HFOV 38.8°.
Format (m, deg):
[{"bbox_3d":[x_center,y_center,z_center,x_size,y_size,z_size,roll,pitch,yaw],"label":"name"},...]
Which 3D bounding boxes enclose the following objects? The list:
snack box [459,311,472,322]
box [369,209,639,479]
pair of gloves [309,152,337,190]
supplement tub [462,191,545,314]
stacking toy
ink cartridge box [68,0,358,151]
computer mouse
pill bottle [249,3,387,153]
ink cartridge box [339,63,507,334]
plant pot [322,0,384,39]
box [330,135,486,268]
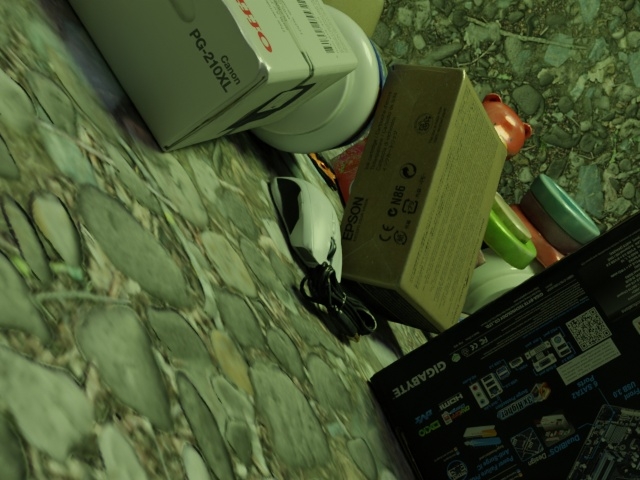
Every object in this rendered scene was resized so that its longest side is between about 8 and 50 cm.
[{"bbox_3d":[0.223,0.123,1.249,0.178,0.022,0.064,15,14,4],"label":"snack box"},{"bbox_3d":[0.229,0.164,0.711,0.293,0.295,0.073,62,13,25],"label":"box"},{"bbox_3d":[0.002,-0.106,1.230,0.074,0.010,0.083,54,10,-21],"label":"pair of gloves"},{"bbox_3d":[0.260,0.047,1.493,0.191,0.191,0.272,50,13,-39],"label":"supplement tub"},{"bbox_3d":[0.315,-0.054,1.321,0.309,0.130,0.279,37,21,-24],"label":"stacking toy"},{"bbox_3d":[-0.080,-0.176,0.696,0.172,0.100,0.237,58,21,-2],"label":"ink cartridge box"},{"bbox_3d":[0.000,0.000,0.820,0.106,0.042,0.193,47,15,-43],"label":"computer mouse"},{"bbox_3d":[-0.010,-0.167,0.954,0.152,0.152,0.272,58,10,-3],"label":"pill bottle"},{"bbox_3d":[0.110,-0.037,0.962,0.193,0.088,0.235,43,61,-59],"label":"ink cartridge box"},{"bbox_3d":[-0.030,-0.316,1.197,0.284,0.191,0.284,55,11,-16],"label":"plant pot"},{"bbox_3d":[0.113,-0.045,1.243,0.123,0.128,0.257,52,12,-31],"label":"box"}]
